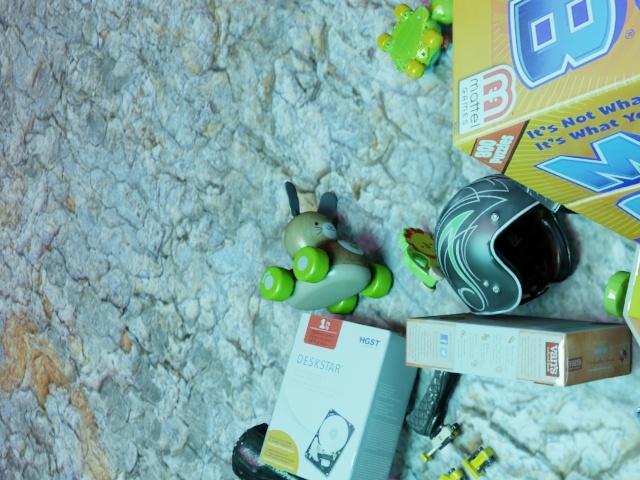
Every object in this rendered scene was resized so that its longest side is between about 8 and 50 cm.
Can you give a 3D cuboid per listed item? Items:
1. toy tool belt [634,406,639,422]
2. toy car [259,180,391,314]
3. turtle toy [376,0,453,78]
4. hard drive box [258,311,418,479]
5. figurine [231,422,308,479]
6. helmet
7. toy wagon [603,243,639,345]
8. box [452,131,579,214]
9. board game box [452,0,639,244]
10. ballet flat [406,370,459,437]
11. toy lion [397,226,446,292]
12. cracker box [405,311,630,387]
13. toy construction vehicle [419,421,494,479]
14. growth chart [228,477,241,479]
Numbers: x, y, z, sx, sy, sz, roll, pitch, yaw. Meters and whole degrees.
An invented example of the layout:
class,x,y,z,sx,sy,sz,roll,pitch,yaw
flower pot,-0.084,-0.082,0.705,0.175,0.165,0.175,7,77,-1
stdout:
class,x,y,z,sx,sy,sz,roll,pitch,yaw
toy tool belt,0.389,0.212,1.167,0.051,0.052,0.083,-39,63,28
toy car,0.000,0.000,1.494,0.149,0.155,0.188,-30,57,40
turtle toy,0.145,-0.289,1.399,0.095,0.066,0.130,51,122,32
hard drive box,0.029,0.237,1.451,0.181,0.089,0.232,7,77,44
figurine,-0.059,0.433,1.576,0.209,0.092,0.214,30,112,29
helmet,0.224,-0.002,1.254,0.169,0.169,0.161,-15,97,43
toy wagon,0.457,-0.004,1.090,0.267,0.068,0.344,17,102,43
box,0.277,-0.110,1.212,0.180,0.147,0.077,44,119,35
board game box,0.369,-0.236,0.923,0.357,0.356,0.356,-17,62,43
ballet flat,0.159,0.195,1.384,0.049,0.057,0.173,27,110,29
toy lion,0.144,0.020,1.379,0.096,0.100,0.034,42,121,15
cracker box,0.242,0.131,1.237,0.232,0.156,0.067,1,90,45
toy construction vehicle,0.189,0.298,1.379,0.086,0.035,0.098,46,123,22
growth chart,-0.153,0.524,1.717,0.172,0.021,0.237,-27,72,40
